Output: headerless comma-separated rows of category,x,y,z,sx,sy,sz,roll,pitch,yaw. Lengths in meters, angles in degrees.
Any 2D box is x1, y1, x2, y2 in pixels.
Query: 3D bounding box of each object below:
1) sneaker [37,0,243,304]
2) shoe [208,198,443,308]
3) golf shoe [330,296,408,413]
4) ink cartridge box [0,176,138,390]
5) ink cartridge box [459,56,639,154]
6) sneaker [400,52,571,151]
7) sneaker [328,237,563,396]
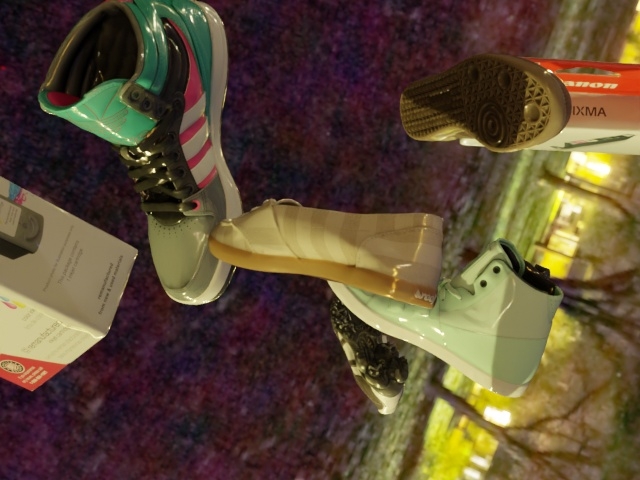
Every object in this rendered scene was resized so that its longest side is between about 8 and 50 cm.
sneaker,-0.159,-0.086,0.752,0.178,0.124,0.295,0,85,-58
shoe,0.000,0.000,0.597,0.077,0.219,0.058,10,91,-44
golf shoe,0.060,0.150,1.141,0.198,0.077,0.093,-109,-167,-53
ink cartridge box,-0.402,0.030,0.958,0.226,0.306,0.131,-34,-144,44
ink cartridge box,0.337,-0.174,1.130,0.239,0.275,0.060,63,31,-83
sneaker,0.128,-0.104,0.607,0.071,0.188,0.066,-13,104,-21
sneaker,0.137,0.044,0.921,0.094,0.256,0.151,-27,141,-62
